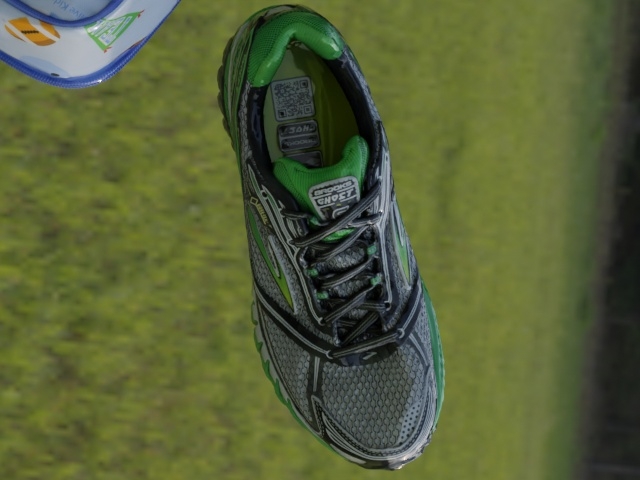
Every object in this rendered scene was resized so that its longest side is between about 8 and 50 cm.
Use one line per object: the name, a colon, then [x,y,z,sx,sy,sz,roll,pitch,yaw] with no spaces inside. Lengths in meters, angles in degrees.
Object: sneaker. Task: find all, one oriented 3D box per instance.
sneaker: [0.000,0.000,1.284,0.146,0.134,0.344,-161,-127,-87]

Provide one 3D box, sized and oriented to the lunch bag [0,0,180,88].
lunch bag: [-0.204,-0.248,1.128,0.243,0.303,0.115,-55,172,-17]
